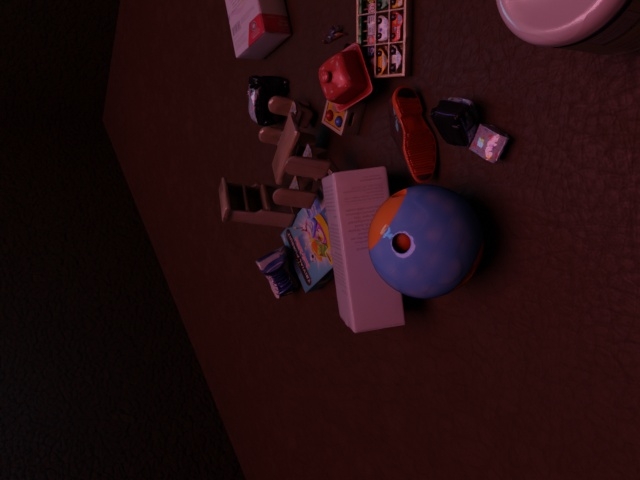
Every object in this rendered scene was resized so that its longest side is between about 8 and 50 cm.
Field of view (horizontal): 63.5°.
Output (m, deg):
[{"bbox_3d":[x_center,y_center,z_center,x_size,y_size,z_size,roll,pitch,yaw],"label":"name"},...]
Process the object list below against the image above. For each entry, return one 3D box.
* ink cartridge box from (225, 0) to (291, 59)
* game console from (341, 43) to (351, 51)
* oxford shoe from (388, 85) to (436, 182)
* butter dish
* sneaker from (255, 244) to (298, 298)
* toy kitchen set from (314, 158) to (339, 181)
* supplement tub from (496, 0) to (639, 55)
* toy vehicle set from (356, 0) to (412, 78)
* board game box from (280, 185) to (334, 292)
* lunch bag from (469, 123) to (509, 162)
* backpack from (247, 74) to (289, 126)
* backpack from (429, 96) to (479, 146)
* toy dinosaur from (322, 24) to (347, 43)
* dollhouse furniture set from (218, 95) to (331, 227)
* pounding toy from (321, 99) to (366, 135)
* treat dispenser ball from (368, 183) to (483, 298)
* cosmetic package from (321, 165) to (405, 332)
[{"bbox_3d":[-0.240,-0.859,1.909,0.226,0.131,0.306,-12,87,54],"label":"ink cartridge box"},{"bbox_3d":[0.101,-0.519,1.582,0.071,0.107,0.122,-81,13,-51],"label":"game console"},{"bbox_3d":[0.251,-0.285,1.442,0.098,0.096,0.272,146,115,-72],"label":"oxford shoe"},{"bbox_3d":[0.049,-0.472,1.501,0.159,0.118,0.160,-21,85,47],"label":"butter dish"},{"bbox_3d":[-0.154,0.129,2.010,0.182,0.127,0.315,60,173,1],"label":"sneaker"},{"bbox_3d":[0.006,-0.226,1.786,0.075,0.068,0.083,53,137,31],"label":"toy kitchen set"},{"bbox_3d":[0.481,-0.443,0.876,0.235,0.324,0.236,17,112,50],"label":"supplement tub"},{"bbox_3d":[0.177,-0.597,1.461,0.166,0.035,0.267,9,107,39],"label":"toy vehicle set"},{"bbox_3d":[0.000,0.000,1.842,0.336,0.079,0.254,-47,61,47],"label":"board game box"},{"bbox_3d":[0.413,-0.233,1.252,0.083,0.053,0.071,52,134,46],"label":"lunch bag"},{"bbox_3d":[-0.206,-0.526,1.954,0.115,0.151,0.182,-128,39,-55],"label":"backpack"},{"bbox_3d":[0.344,-0.296,1.291,0.105,0.084,0.114,27,160,49],"label":"backpack"},{"bbox_3d":[0.037,-0.655,1.665,0.090,0.047,0.082,53,156,17],"label":"toy dinosaur"},{"bbox_3d":[-0.180,-0.250,1.785,0.362,0.256,0.394,-107,31,-42],"label":"dollhouse furniture set"},{"bbox_3d":[0.060,-0.423,1.638,0.130,0.100,0.141,43,130,39],"label":"pounding toy"},{"bbox_3d":[0.264,0.002,1.310,0.288,0.288,0.288,17,112,50],"label":"treat dispenser ball"},{"bbox_3d":[0.123,0.021,1.545,0.230,0.161,0.454,-156,58,-81],"label":"cosmetic package"}]
